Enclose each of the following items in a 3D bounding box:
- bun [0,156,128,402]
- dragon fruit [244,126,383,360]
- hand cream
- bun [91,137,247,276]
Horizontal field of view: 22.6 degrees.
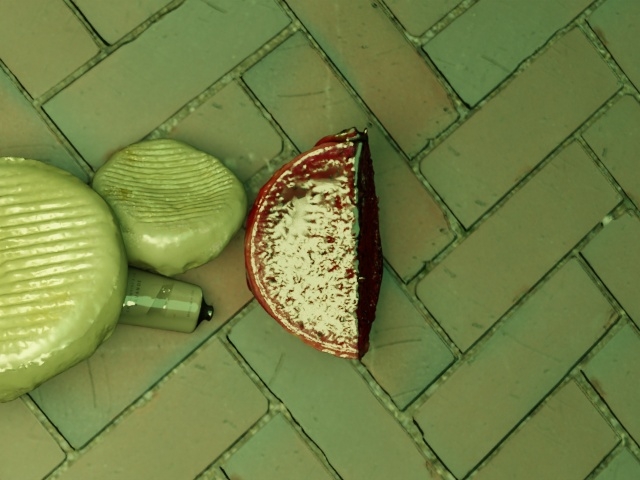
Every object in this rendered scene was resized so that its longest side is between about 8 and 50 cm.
[{"bbox_3d":[-0.335,0.051,1.681,0.287,0.146,0.287,-3,62,5],"label":"bun"},{"bbox_3d":[0.000,0.000,1.836,0.189,0.163,0.261,3,90,-19],"label":"dragon fruit"},{"bbox_3d":[-0.212,0.063,1.799,0.186,0.054,0.087,12,70,-13],"label":"hand cream"},{"bbox_3d":[-0.175,-0.029,1.797,0.183,0.102,0.183,10,43,-9],"label":"bun"}]
